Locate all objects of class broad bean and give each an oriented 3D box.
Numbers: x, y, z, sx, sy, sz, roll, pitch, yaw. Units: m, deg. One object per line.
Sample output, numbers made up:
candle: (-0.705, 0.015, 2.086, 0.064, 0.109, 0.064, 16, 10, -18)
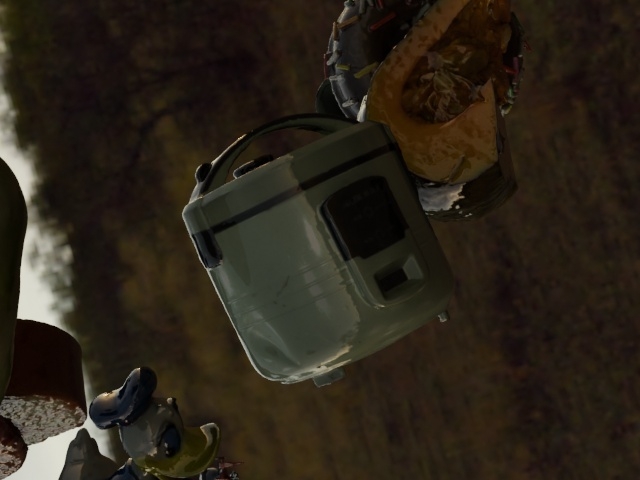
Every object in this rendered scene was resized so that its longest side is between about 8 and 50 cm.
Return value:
broad bean: (-0.329, 0.047, 1.180, 0.189, 0.121, 0.263, 20, 105, 49)

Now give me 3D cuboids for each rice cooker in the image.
rice cooker: (0.000, 0.000, 1.267, 0.244, 0.226, 0.226, 64, 171, 2)

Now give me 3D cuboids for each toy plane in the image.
toy plane: (-0.151, 0.354, 2.020, 0.145, 0.060, 0.037, 116, 153, -62)

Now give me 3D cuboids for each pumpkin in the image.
pumpkin: (0.168, -0.150, 1.460, 0.190, 0.280, 0.139, 42, 177, 22)

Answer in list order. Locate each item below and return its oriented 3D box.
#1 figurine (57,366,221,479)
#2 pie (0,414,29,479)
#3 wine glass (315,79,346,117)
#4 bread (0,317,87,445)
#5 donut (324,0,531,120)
figurine: (-0.203, 0.290, 1.466, 0.283, 0.204, 0.338, 34, 131, 36)
pie: (-0.440, 0.257, 1.607, 0.182, 0.182, 0.050, 90, 169, -59)
wine glass: (0.098, -0.203, 2.144, 0.103, 0.231, 0.103, -5, 82, 41)
bread: (-0.459, 0.202, 1.751, 0.327, 0.295, 0.114, -27, 63, 39)
donut: (0.136, -0.241, 1.746, 0.103, 0.269, 0.270, 80, 172, -77)
